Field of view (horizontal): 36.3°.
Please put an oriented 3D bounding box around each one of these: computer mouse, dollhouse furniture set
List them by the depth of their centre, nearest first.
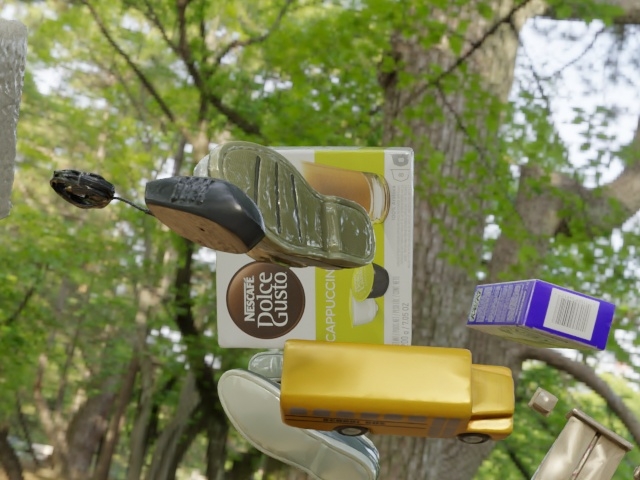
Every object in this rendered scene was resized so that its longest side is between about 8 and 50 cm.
[{"bbox_3d":[-0.138,-0.037,0.803,0.242,0.041,0.071,14,-22,34],"label":"computer mouse"},{"bbox_3d":[0.498,0.527,1.954,0.355,0.303,0.174,34,-17,10],"label":"dollhouse furniture set"}]

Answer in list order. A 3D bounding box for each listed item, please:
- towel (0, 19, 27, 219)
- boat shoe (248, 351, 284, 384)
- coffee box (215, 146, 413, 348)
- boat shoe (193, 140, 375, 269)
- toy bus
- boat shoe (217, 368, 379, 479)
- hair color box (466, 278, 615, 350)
[{"bbox_3d":[-0.444,-0.138,1.230,0.049,0.282,0.187,16,17,11],"label":"towel"},{"bbox_3d":[-0.036,0.285,2.106,0.254,0.095,0.079,-8,-20,31],"label":"boat shoe"},{"bbox_3d":[0.000,0.000,1.763,0.334,0.338,0.338,1,7,6],"label":"coffee box"},{"bbox_3d":[-0.053,-0.020,1.099,0.103,0.113,0.302,-13,-24,30],"label":"boat shoe"},{"bbox_3d":[0.112,0.215,1.404,0.332,0.108,0.130,3,-28,2],"label":"toy bus"},{"bbox_3d":[-0.035,0.322,1.697,0.319,0.116,0.099,33,23,9],"label":"boat shoe"},{"bbox_3d":[0.463,0.163,2.101,0.185,0.110,0.339,18,-6,-9],"label":"hair color box"}]
